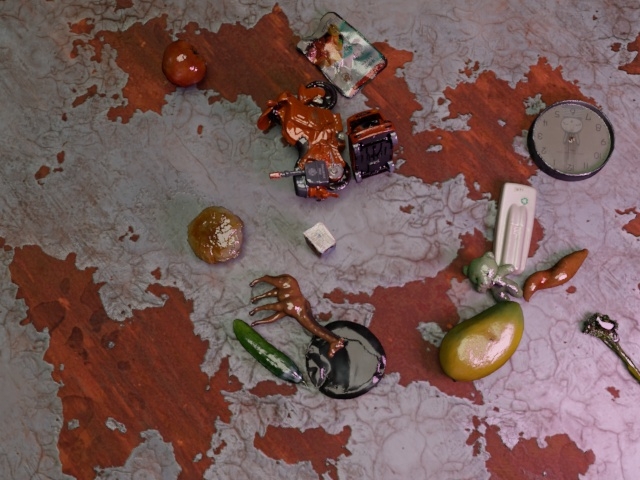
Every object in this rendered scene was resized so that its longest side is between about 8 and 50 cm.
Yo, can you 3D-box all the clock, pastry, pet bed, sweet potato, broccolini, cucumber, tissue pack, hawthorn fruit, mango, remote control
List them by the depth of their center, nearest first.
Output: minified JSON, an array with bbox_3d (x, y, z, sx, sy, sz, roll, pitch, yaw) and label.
[{"bbox_3d":[0.391,0.244,1.452,0.237,0.091,0.137,-27,84,-2],"label":"mango"},{"bbox_3d":[0.729,0.281,1.458,0.254,0.071,0.057,52,44,6],"label":"broccolini"},{"bbox_3d":[0.058,0.290,1.482,0.201,0.053,0.201,-1,77,2],"label":"pet bed"},{"bbox_3d":[-0.127,0.281,1.492,0.250,0.056,0.056,37,82,13],"label":"cucumber"},{"bbox_3d":[0.578,0.081,1.494,0.202,0.058,0.055,-30,98,-4],"label":"sweet potato"},{"bbox_3d":[0.000,0.000,1.528,0.058,0.094,0.074,-38,80,-6],"label":"tissue pack"},{"bbox_3d":[0.485,-0.032,1.528,0.090,0.049,0.230,11,77,4],"label":"remote control"},{"bbox_3d":[-0.267,-0.014,1.556,0.153,0.081,0.153,0,81,1],"label":"pastry"},{"bbox_3d":[0.646,-0.259,1.572,0.214,0.042,0.215,-1,78,3],"label":"clock"},{"bbox_3d":[-0.368,-0.467,1.651,0.125,0.125,0.140,19,112,8],"label":"hawthorn fruit"}]

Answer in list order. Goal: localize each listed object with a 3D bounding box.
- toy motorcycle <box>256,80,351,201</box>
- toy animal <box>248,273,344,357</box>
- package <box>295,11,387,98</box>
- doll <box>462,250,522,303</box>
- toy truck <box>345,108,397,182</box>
[{"bbox_3d":[-0.045,-0.258,1.565,0.221,0.148,0.326,-8,76,-6],"label":"toy motorcycle"},{"bbox_3d":[-0.061,0.182,1.485,0.229,0.066,0.224,-6,63,6],"label":"toy animal"},{"bbox_3d":[0.054,-0.514,1.670,0.166,0.040,0.232,-42,79,-6],"label":"package"},{"bbox_3d":[0.421,0.100,1.477,0.150,0.077,0.115,40,125,-8],"label":"doll"},{"bbox_3d":[0.118,-0.236,1.494,0.107,0.253,0.114,-17,73,0],"label":"toy truck"}]
